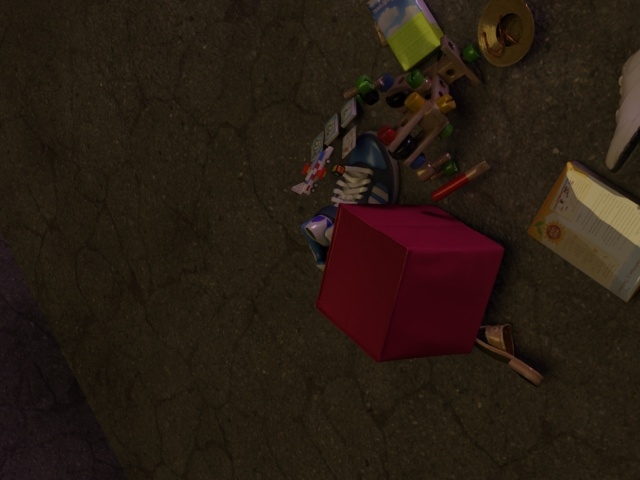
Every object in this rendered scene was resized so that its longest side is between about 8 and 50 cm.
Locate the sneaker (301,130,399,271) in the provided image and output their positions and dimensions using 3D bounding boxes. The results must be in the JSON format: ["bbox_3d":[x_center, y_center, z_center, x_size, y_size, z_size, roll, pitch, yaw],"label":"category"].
[{"bbox_3d":[0.060,-0.081,1.776,0.130,0.236,0.323,14,108,38],"label":"sneaker"}]

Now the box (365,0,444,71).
[{"bbox_3d":[0.187,-0.472,1.706,0.109,0.042,0.178,-34,82,35],"label":"box"}]

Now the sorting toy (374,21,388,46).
[{"bbox_3d":[0.163,-0.480,1.759,0.083,0.012,0.062,-21,87,41],"label":"sorting toy"}]

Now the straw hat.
[{"bbox_3d":[0.383,-0.419,1.553,0.144,0.061,0.145,26,124,46],"label":"straw hat"}]

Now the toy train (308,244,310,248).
[{"bbox_3d":[0.000,0.000,1.989,0.083,0.017,0.024,-25,73,40],"label":"toy train"}]

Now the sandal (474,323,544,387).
[{"bbox_3d":[0.394,0.219,1.671,0.079,0.088,0.240,-52,44,-4],"label":"sandal"}]

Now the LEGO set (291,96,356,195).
[{"bbox_3d":[0.012,-0.214,1.821,0.182,0.060,0.244,-43,30,37],"label":"LEGO set"}]

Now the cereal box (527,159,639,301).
[{"bbox_3d":[0.540,-0.020,1.507,0.240,0.047,0.173,40,121,27],"label":"cereal box"}]

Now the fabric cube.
[{"bbox_3d":[0.179,0.080,1.651,0.259,0.258,0.254,39,122,50],"label":"fabric cube"}]

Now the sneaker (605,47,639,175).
[{"bbox_3d":[0.586,-0.257,1.392,0.129,0.111,0.297,42,112,53],"label":"sneaker"}]

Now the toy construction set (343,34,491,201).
[{"bbox_3d":[0.253,-0.266,1.615,0.237,0.257,0.309,-31,99,27],"label":"toy construction set"}]
